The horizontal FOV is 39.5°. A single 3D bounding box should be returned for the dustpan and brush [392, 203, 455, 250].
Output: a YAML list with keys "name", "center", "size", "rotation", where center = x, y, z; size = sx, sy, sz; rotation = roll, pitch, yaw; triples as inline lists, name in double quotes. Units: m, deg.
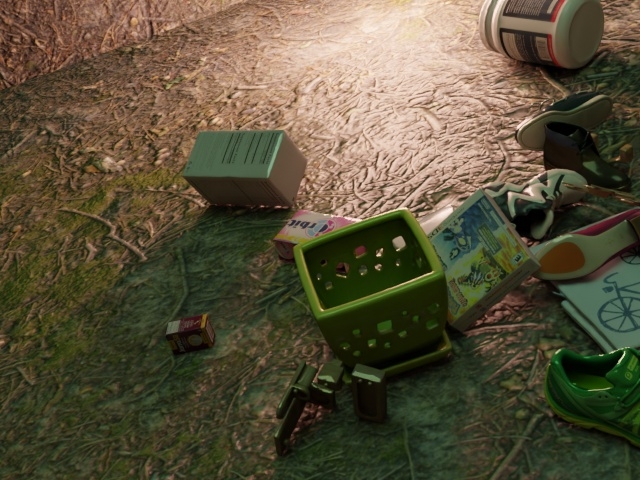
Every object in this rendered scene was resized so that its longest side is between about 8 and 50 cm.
- name: "dustpan and brush"
  center: [0.229, 0.028, 1.750]
  size: [0.147, 0.060, 0.211]
  rotation: [-30, 28, 10]

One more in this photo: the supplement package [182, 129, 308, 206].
- name: "supplement package"
  center: [-0.177, -0.171, 2.116]
  size: [0.244, 0.139, 0.134]
  rotation: [3, 64, 29]

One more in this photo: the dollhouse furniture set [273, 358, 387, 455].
- name: "dollhouse furniture set"
  center: [0.015, 0.279, 1.434]
  size: [0.151, 0.144, 0.123]
  rotation: [14, 48, 18]

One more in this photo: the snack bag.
- name: "snack bag"
  center: [0.560, 0.055, 1.556]
  size: [0.323, 0.037, 0.342]
  rotation: [-21, 34, -8]

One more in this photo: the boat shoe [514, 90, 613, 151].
- name: "boat shoe"
  center: [0.532, -0.275, 1.992]
  size: [0.254, 0.095, 0.079]
  rotation: [-27, 36, -14]

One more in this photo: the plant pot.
- name: "plant pot"
  center: [0.100, 0.110, 1.552]
  size: [0.227, 0.207, 0.228]
  rotation: [-19, 33, -1]

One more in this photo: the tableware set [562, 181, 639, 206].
- name: "tableware set"
  center: [0.535, -0.087, 1.649]
  size: [0.141, 0.020, 0.169]
  rotation: [13, 7, -7]

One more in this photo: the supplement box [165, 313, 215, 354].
- name: "supplement box"
  center: [-0.256, 0.184, 1.753]
  size: [0.083, 0.055, 0.043]
  rotation: [-13, 34, 10]

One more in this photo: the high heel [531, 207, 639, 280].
- name: "high heel"
  center: [0.482, 0.008, 1.583]
  size: [0.244, 0.082, 0.117]
  rotation: [-29, -6, 7]

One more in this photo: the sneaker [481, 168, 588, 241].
- name: "sneaker"
  center: [0.436, -0.059, 1.720]
  size: [0.235, 0.094, 0.153]
  rotation: [-4, 37, -19]

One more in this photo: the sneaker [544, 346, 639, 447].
- name: "sneaker"
  center: [0.461, 0.227, 1.286]
  size: [0.295, 0.123, 0.109]
  rotation: [8, 41, 33]

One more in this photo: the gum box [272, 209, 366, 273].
- name: "gum box"
  center: [0.000, 0.000, 1.885]
  size: [0.188, 0.062, 0.107]
  rotation: [10, 43, 36]

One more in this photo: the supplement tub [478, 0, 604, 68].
- name: "supplement tub"
  center: [0.563, -0.550, 2.281]
  size: [0.191, 0.191, 0.272]
  rotation: [-38, 39, -26]

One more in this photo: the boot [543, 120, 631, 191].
- name: "boot"
  center: [0.538, -0.172, 1.831]
  size: [0.082, 0.106, 0.219]
  rotation: [-34, 36, -21]

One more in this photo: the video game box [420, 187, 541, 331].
- name: "video game box"
  center: [0.273, 0.033, 1.619]
  size: [0.187, 0.048, 0.205]
  rotation: [-45, 42, 18]

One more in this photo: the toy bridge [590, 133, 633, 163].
- name: "toy bridge"
  center: [0.574, -0.193, 1.883]
  size: [0.026, 0.063, 0.188]
  rotation: [-35, 38, -24]
